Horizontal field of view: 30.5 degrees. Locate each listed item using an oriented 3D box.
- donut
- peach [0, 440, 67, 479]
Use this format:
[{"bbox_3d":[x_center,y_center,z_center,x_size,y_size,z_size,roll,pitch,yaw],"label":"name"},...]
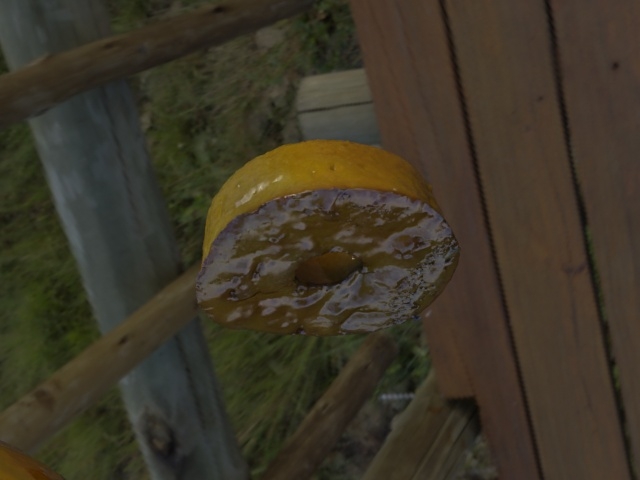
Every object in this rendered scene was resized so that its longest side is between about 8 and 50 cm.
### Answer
[{"bbox_3d":[0.002,0.001,1.241,0.278,0.108,0.277,-6,140,-5],"label":"donut"},{"bbox_3d":[-0.221,0.248,0.608,0.332,0.308,0.307,23,117,33],"label":"peach"}]
